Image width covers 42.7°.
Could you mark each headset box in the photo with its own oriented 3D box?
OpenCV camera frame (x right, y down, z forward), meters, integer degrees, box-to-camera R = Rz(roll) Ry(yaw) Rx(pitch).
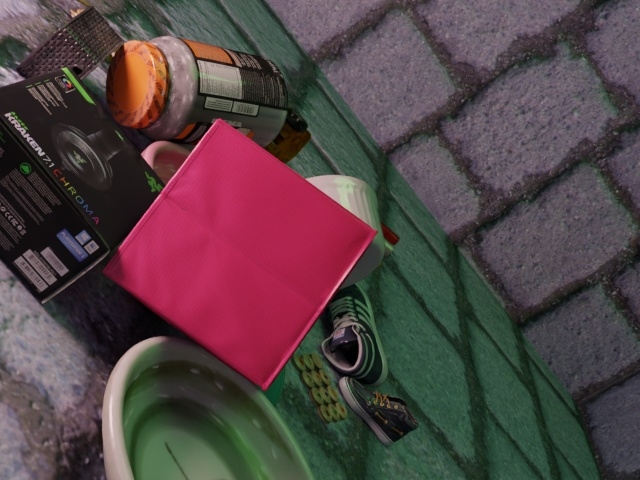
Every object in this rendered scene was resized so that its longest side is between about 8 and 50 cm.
[{"bbox_3d":[-0.359,-0.090,1.125,0.246,0.131,0.283,52,17,-10],"label":"headset box"}]

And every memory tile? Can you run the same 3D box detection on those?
[{"bbox_3d":[0.000,0.283,1.582,0.148,0.012,0.113,61,18,19],"label":"memory tile"}]

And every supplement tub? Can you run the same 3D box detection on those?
[{"bbox_3d":[-0.230,-0.275,1.548,0.316,0.193,0.193,0,54,-47],"label":"supplement tub"}]

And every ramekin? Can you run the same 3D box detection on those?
[{"bbox_3d":[0.000,0.000,1.690,0.277,0.277,0.135,32,37,-52],"label":"ramekin"}]

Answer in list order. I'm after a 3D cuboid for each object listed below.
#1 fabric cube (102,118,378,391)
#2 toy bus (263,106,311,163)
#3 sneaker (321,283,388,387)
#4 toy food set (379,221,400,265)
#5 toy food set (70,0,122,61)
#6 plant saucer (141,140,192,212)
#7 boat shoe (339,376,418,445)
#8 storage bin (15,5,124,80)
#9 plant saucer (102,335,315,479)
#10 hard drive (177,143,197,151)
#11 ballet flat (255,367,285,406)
[{"bbox_3d":[-0.101,0.028,1.149,0.258,0.259,0.254,35,-7,4],"label":"fabric cube"},{"bbox_3d":[-0.152,-0.294,1.857,0.220,0.149,0.211,43,9,-39],"label":"toy bus"},{"bbox_3d":[0.051,0.176,1.772,0.153,0.099,0.282,31,32,-57],"label":"sneaker"},{"bbox_3d":[0.151,0.004,2.343,0.104,0.111,0.232,42,19,-1],"label":"toy food set"},{"bbox_3d":[-0.452,-0.414,1.650,0.192,0.038,0.132,52,10,7],"label":"toy food set"},{"bbox_3d":[-0.216,-0.022,1.457,0.332,0.084,0.332,47,18,-21],"label":"plant saucer"},{"bbox_3d":[0.122,0.336,1.686,0.183,0.083,0.065,50,18,-15],"label":"boat shoe"},{"bbox_3d":[-0.422,-0.317,1.390,0.084,0.122,0.180,49,18,-19],"label":"storage bin"},{"bbox_3d":[-0.141,0.312,1.011,0.400,0.101,0.400,49,18,-22],"label":"plant saucer"},{"bbox_3d":[-0.260,-0.245,1.759,0.203,0.040,0.307,61,20,7],"label":"hard drive"},{"bbox_3d":[-0.107,0.156,1.335,0.087,0.083,0.247,-165,-109,-66],"label":"ballet flat"}]
